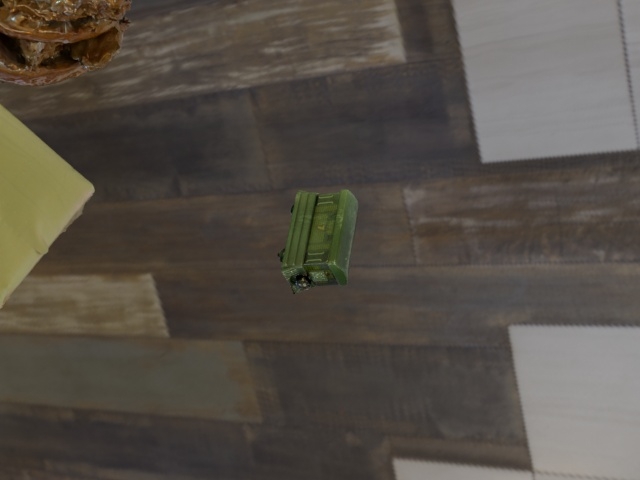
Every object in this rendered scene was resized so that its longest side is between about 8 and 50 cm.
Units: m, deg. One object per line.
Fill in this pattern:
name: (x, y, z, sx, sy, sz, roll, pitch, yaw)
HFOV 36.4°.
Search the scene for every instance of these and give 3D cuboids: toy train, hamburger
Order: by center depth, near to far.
toy train: (0.000, 0.000, 0.799, 0.056, 0.093, 0.038, -4, 142, 20)
hamburger: (-0.262, -0.286, 0.866, 0.245, 0.260, 0.211, 28, 142, -21)

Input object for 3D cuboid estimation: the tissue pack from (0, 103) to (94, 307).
tissue pack: (-0.280, -0.041, 0.588, 0.234, 0.159, 0.125, 44, 138, -18)
